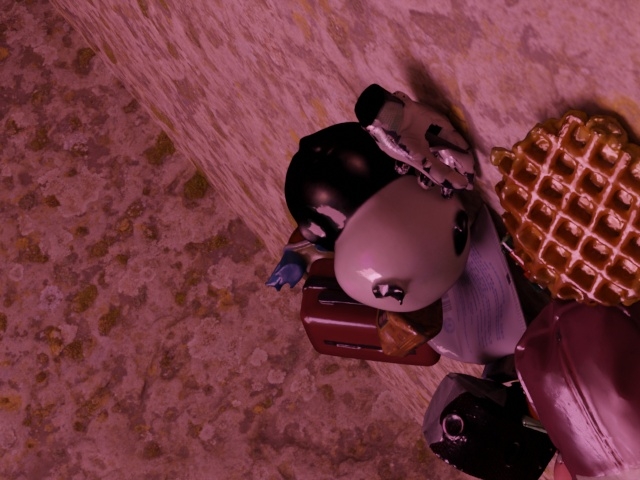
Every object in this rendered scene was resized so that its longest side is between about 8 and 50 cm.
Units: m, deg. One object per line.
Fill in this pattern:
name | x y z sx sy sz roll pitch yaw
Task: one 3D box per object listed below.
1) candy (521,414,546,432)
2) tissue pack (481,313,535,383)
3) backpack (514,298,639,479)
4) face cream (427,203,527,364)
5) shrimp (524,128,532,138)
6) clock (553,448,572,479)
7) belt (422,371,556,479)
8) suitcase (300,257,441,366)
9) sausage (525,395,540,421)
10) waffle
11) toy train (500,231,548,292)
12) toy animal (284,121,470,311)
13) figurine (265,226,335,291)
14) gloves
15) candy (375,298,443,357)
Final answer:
candy | 0.451 0.307 1.307 0.335 0.093 0.092 18 -178 10
tissue pack | 0.337 0.196 1.633 0.051 0.112 0.156 20 167 1
backpack | 0.398 0.203 1.167 0.283 0.197 0.317 -39 79 43
face cream | 0.260 0.104 1.581 0.420 0.137 0.235 110 147 -75
shrimp | 0.282 -0.070 1.128 0.065 0.056 0.165 24 147 31
clock | 0.509 0.391 1.535 0.227 0.142 0.241 23 177 2
belt | 0.296 0.305 1.545 0.184 0.164 0.289 33 -171 38
suitcase | 0.116 0.150 1.913 0.297 0.161 0.236 6 153 14
sausage | 0.388 0.211 1.386 0.141 0.153 0.268 16 156 20
waffle | 0.302 -0.032 1.039 0.243 0.058 0.238 -12 107 53
toy train | 0.303 0.019 1.313 0.103 0.064 0.044 48 170 7
toy animal | 0.097 -0.030 1.468 0.310 0.251 0.251 44 168 38
figurine | 0.004 0.032 2.135 0.416 0.297 0.243 79 -177 -64
gloves | 0.150 -0.139 1.312 0.212 0.111 0.127 23 177 -28
candy | 0.157 0.070 1.599 0.101 0.271 0.143 15 149 -14
